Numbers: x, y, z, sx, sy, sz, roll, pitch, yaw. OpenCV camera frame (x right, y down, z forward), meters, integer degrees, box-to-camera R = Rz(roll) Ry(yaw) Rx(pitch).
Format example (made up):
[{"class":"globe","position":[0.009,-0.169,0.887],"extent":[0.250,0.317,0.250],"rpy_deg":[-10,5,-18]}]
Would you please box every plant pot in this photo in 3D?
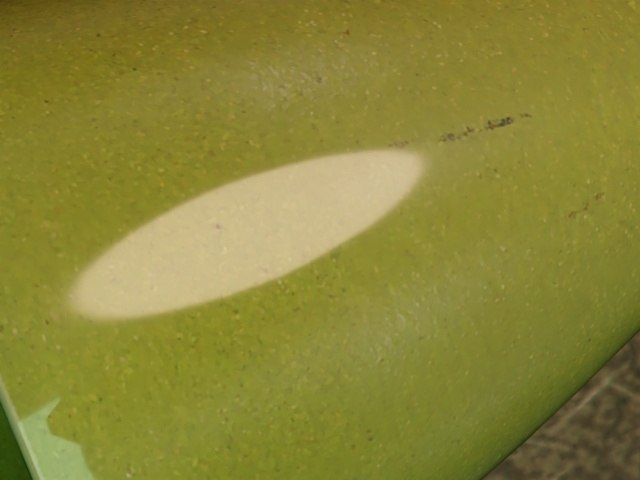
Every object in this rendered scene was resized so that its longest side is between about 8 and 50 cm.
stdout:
[{"class":"plant pot","position":[0.000,0.000,0.695],"extent":[0.293,0.275,0.275],"rpy_deg":[-23,119,-16]}]
